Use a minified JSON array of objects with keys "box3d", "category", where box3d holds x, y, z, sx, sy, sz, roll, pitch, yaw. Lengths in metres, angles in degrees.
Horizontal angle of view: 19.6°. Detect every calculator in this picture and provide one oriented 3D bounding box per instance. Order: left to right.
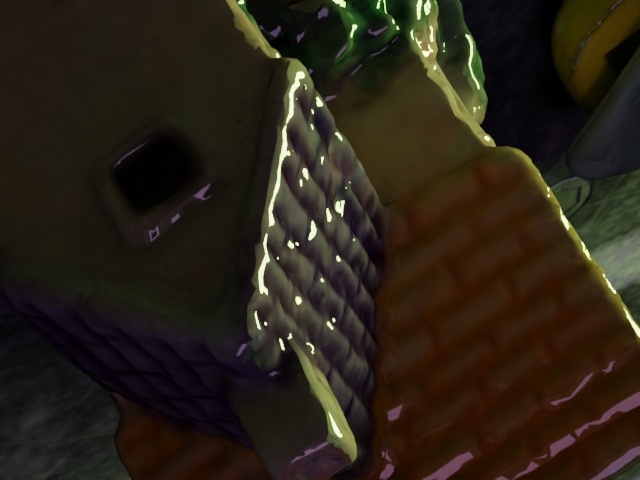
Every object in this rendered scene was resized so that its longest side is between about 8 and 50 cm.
[{"box3d":[0.179,-0.112,0.885,0.146,0.032,0.235,-38,152,9],"category":"calculator"}]

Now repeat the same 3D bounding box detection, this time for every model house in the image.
[{"box3d":[0.000,0.000,0.667,0.202,0.237,0.237,-30,151,-2],"category":"model house"}]

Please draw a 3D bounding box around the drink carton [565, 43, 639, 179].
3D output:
[{"box3d":[0.262,-0.045,0.853,0.191,0.189,0.185,-12,142,-39],"category":"drink carton"}]
